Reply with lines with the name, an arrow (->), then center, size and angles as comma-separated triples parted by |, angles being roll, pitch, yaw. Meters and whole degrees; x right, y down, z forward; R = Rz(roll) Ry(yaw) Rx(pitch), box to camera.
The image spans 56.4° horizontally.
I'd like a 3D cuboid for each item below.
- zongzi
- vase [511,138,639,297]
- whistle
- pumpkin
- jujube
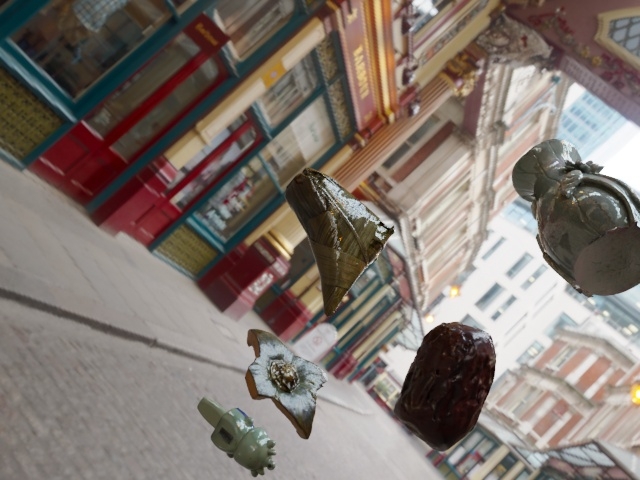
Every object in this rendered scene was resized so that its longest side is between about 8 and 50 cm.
zongzi -> 0.000, 0.000, 1.408 | 0.286, 0.288, 0.134 | 39, -30, -4
vase -> 0.607, -0.072, 1.417 | 0.250, 0.249, 0.445 | 50, 19, -29
whistle -> -0.194, 0.450, 1.388 | 0.244, 0.110, 0.092 | 32, 10, 27
pumpkin -> -0.116, 0.394, 1.715 | 0.290, 0.095, 0.258 | 35, 28, -5
jujube -> 0.360, 0.417, 1.727 | 0.258, 0.377, 0.258 | 16, 2, -1
